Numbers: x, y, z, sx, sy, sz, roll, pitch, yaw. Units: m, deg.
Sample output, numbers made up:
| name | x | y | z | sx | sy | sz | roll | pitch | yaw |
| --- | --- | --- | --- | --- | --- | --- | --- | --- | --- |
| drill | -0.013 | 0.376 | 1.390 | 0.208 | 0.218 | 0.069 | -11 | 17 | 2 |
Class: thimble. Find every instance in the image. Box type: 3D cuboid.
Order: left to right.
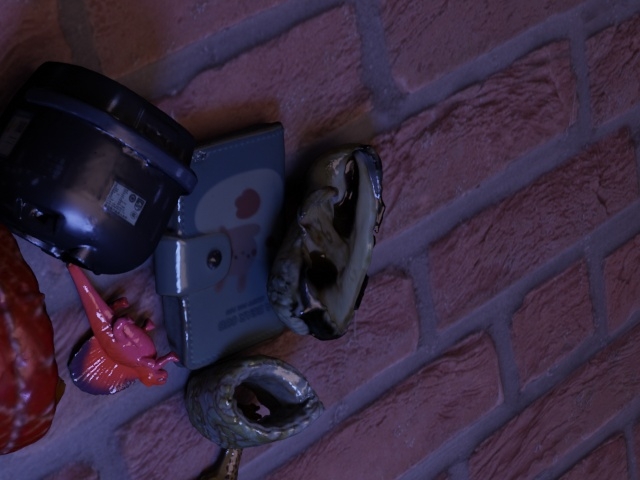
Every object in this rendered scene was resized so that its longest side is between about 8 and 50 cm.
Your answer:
| name | x | y | z | sx | sy | sz | roll | pitch | yaw |
| --- | --- | --- | --- | --- | --- | --- | --- | --- | --- |
| thimble | -0.479 | 0.109 | 1.461 | 0.230 | 0.350 | 0.350 | -16 | 115 | -38 |
| thimble | -0.103 | 0.254 | 1.952 | 0.190 | 0.143 | 0.138 | 11 | 70 | -29 |

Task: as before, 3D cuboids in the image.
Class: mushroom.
| name | x | y | z | sx | sy | sz | roll | pitch | yaw |
| --- | --- | --- | --- | --- | --- | --- | --- | --- | --- |
| mushroom | -0.002 | -0.001 | 1.949 | 0.247 | 0.130 | 0.344 | 59 | 38 | -50 |

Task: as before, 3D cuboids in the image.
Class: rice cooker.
| name | x | y | z | sx | sy | sz | roll | pitch | yaw |
| --- | --- | --- | --- | --- | --- | --- | --- | --- | --- |
| rice cooker | -0.304 | -0.086 | 1.612 | 0.267 | 0.267 | 0.224 | 38 | 74 | -43 |

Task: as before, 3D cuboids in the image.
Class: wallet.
| name | x | y | z | sx | sy | sz | roll | pitch | yaw |
| --- | --- | --- | --- | --- | --- | --- | --- | --- | --- |
| wallet | -0.149 | 0.012 | 1.906 | 0.252 | 0.083 | 0.360 | -19 | 117 | -42 |

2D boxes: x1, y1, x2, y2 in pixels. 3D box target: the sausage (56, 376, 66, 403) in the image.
| name | x | y | z | sx | sy | sz | roll | pitch | yaw |
| --- | --- | --- | --- | --- | --- | --- | --- | --- | --- |
| sausage | -0.482 | 0.254 | 1.686 | 0.300 | 0.083 | 0.089 | -29 | 123 | -29 |

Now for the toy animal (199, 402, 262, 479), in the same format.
| name | x | y | z | sx | sy | sz | roll | pitch | yaw |
| --- | --- | --- | --- | --- | --- | --- | --- | --- | --- |
| toy animal | -0.176 | 0.390 | 2.028 | 0.275 | 0.054 | 0.149 | -46 | 127 | -19 |

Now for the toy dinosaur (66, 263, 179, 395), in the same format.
| name | x | y | z | sx | sy | sz | roll | pitch | yaw |
| --- | --- | --- | --- | --- | --- | --- | --- | --- | --- |
| toy dinosaur | -0.325 | 0.146 | 1.819 | 0.139 | 0.070 | 0.286 | -39 | 129 | 3 |
